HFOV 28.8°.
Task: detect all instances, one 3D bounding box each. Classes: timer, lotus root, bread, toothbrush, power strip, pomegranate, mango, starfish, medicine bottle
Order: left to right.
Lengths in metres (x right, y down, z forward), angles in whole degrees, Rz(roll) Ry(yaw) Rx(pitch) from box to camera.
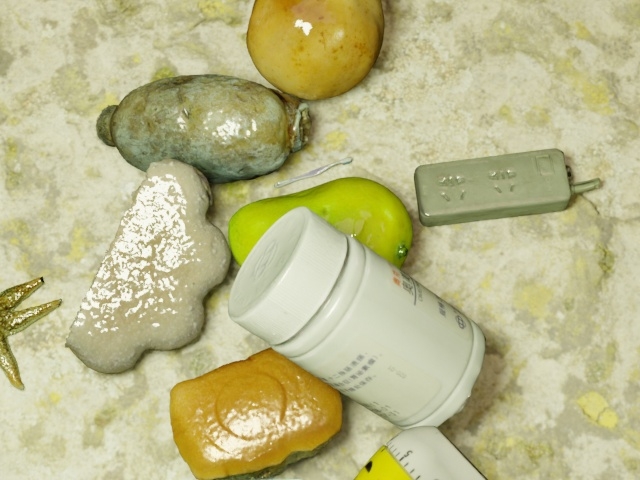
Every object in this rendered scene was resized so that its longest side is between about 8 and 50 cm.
[{"bbox_3d":[-0.502,0.135,1.909,0.223,0.050,0.217,-35,78,-5],"label":"starfish"},{"bbox_3d":[-0.241,0.052,1.866,0.183,0.102,0.337,27,88,-7],"label":"bread"},{"bbox_3d":[-0.193,-0.170,1.941,0.349,0.175,0.175,0,68,13],"label":"lotus root"},{"bbox_3d":[-0.090,0.251,1.794,0.245,0.121,0.174,-19,70,-2],"label":"bread"},{"bbox_3d":[-0.012,-0.108,1.987,0.131,0.013,0.011,-19,59,-3],"label":"toothbrush"},{"bbox_3d":[-0.008,-0.337,1.964,0.233,0.233,0.233,-1,69,3],"label":"pomegranate"},{"bbox_3d":[0.005,0.007,1.870,0.273,0.149,0.185,-15,77,3],"label":"mango"},{"bbox_3d":[0.048,0.111,1.721,0.332,0.190,0.190,35,70,-23],"label":"medicine bottle"},{"bbox_3d":[0.127,0.412,1.652,0.285,0.285,0.285,-1,69,3],"label":"timer"},{"bbox_3d":[0.292,-0.084,1.939,0.288,0.053,0.093,-8,68,1],"label":"power strip"}]

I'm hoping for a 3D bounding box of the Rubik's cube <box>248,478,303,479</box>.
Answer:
[{"bbox_3d":[-0.161,0.489,1.602,0.321,0.316,0.319,-2,69,4],"label":"Rubik's cube"}]
